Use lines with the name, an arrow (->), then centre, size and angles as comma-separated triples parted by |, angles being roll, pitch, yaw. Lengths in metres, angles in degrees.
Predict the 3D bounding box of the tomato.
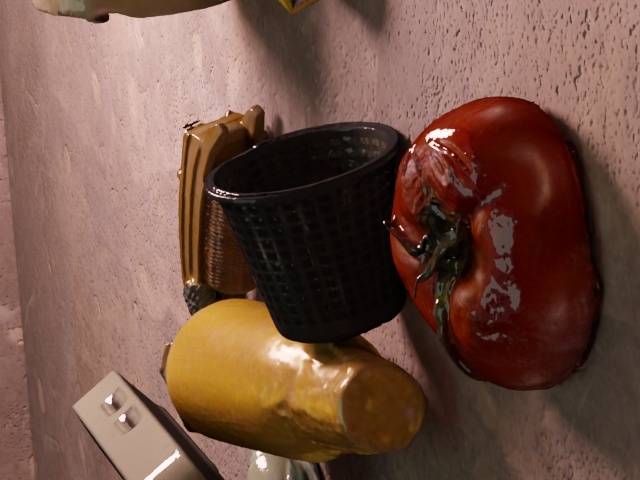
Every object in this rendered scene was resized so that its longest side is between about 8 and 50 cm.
tomato -> 0.113, 0.000, 1.319 | 0.228, 0.101, 0.228 | 172, 90, -69

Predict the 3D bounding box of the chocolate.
chocolate -> -0.011, 0.140, 1.723 | 0.445, 0.162, 0.162 | -179, 80, -69

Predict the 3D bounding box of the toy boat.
toy boat -> -0.103, -0.018, 1.998 | 0.115, 0.089, 0.310 | 42, 140, 36

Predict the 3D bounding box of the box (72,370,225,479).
box -> -0.102, 0.323, 1.925 | 0.367, 0.090, 0.373 | 55, 172, -21

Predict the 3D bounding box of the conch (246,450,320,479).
conch -> -0.034, 0.262, 1.983 | 0.065, 0.088, 0.180 | 39, -172, -42

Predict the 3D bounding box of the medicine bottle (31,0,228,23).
medicine bottle -> -0.202, -0.448, 1.856 | 0.236, 0.235, 0.406 | -138, 42, -63

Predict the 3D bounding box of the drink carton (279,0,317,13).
drink carton -> -0.040, -0.283, 1.690 | 0.074, 0.084, 0.200 | 65, 173, -34

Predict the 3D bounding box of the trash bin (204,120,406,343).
trash bin -> 0.000, 0.000, 1.582 | 0.175, 0.175, 0.161 | -145, 40, -67
